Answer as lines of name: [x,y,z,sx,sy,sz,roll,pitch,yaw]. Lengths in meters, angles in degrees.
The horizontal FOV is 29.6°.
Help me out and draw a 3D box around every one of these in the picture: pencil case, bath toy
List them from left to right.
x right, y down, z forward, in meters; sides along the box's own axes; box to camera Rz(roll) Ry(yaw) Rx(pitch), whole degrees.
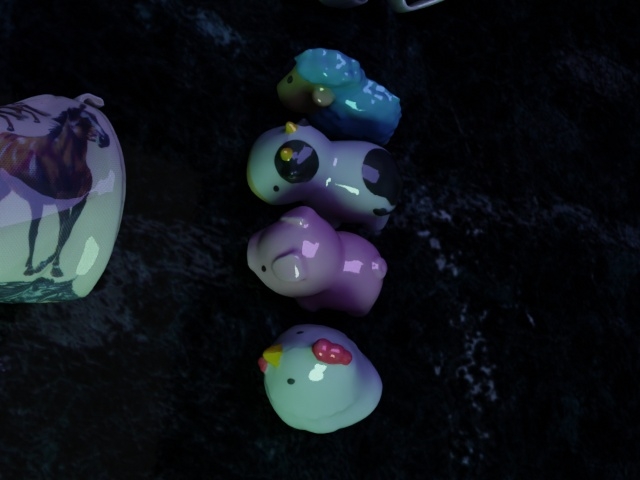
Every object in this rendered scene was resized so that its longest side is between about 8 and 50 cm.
pencil case: [-0.343,-0.039,0.862,0.410,0.160,0.184,0,88,-37]
bath toy: [0.000,0.000,1.126,0.151,0.129,0.348,4,66,0]

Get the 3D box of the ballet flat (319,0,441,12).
ballet flat: [0.063,-0.310,1.300,0.400,0.139,0.139,-10,80,-40]
